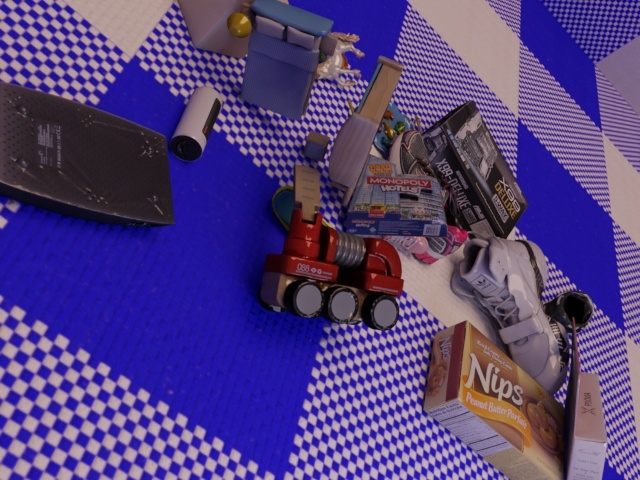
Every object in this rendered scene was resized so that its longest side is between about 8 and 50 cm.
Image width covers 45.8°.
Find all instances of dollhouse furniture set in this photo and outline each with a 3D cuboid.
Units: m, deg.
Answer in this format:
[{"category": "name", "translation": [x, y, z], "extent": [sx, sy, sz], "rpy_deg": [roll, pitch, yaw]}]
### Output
[{"category": "dollhouse furniture set", "translation": [-0.050, -0.219, 1.313], "extent": [0.303, 0.286, 0.198], "rpy_deg": [23, 44, 2]}]

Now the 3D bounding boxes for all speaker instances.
[{"category": "speaker", "translation": [-0.202, -0.191, 1.236], "extent": [0.055, 0.055, 0.136], "rpy_deg": [37, 41, -24]}]

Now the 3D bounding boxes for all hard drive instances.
[{"category": "hard drive", "translation": [-0.324, -0.105, 1.037], "extent": [0.254, 0.054, 0.172], "rpy_deg": [15, 54, -42]}]

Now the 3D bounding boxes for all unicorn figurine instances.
[{"category": "unicorn figurine", "translation": [0.035, -0.378, 1.624], "extent": [0.111, 0.060, 0.162], "rpy_deg": [14, 57, -19]}]

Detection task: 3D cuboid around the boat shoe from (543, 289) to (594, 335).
[{"category": "boat shoe", "translation": [0.622, 0.176, 1.859], "extent": [0.302, 0.091, 0.114], "rpy_deg": [-16, 77, -52]}]

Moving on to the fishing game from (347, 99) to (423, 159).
[{"category": "fishing game", "translation": [0.167, -0.253, 1.708], "extent": [0.264, 0.041, 0.189], "rpy_deg": [6, 62, -46]}]

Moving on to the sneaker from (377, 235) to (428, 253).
[{"category": "sneaker", "translation": [0.154, -0.008, 1.504], "extent": [0.134, 0.051, 0.070], "rpy_deg": [42, 36, -8]}]

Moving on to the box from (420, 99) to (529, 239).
[{"category": "box", "translation": [0.370, -0.160, 1.811], "extent": [0.307, 0.076, 0.242], "rpy_deg": [60, 37, -7]}]

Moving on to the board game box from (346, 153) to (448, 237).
[{"category": "board game box", "translation": [0.146, -0.092, 1.485], "extent": [0.194, 0.060, 0.194], "rpy_deg": [2, 42, -1]}]

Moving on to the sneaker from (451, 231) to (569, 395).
[{"category": "sneaker", "translation": [0.392, 0.146, 1.599], "extent": [0.210, 0.137, 0.366], "rpy_deg": [17, 55, -32]}]

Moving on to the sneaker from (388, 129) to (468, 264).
[{"category": "sneaker", "translation": [0.233, -0.103, 1.604], "extent": [0.121, 0.112, 0.299], "rpy_deg": [9, 60, -45]}]

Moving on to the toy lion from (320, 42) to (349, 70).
[{"category": "toy lion", "translation": [0.023, -0.418, 1.676], "extent": [0.100, 0.034, 0.096], "rpy_deg": [35, 50, -26]}]

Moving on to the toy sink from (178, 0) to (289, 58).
[{"category": "toy sink", "translation": [-0.174, -0.484, 1.400], "extent": [0.131, 0.153, 0.234], "rpy_deg": [0, 63, -48]}]

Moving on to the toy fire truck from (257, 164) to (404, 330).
[{"category": "toy fire truck", "translation": [0.019, 0.005, 1.211], "extent": [0.217, 0.158, 0.246], "rpy_deg": [13, 84, -30]}]

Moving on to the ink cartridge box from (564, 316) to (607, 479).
[{"category": "ink cartridge box", "translation": [0.523, 0.326, 1.495], "extent": [0.296, 0.066, 0.261], "rpy_deg": [-44, 138, -67]}]

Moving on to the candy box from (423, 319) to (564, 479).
[{"category": "candy box", "translation": [0.338, 0.319, 1.441], "extent": [0.316, 0.087, 0.183], "rpy_deg": [40, 41, -21]}]

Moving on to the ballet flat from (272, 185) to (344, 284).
[{"category": "ballet flat", "translation": [0.000, 0.000, 1.316], "extent": [0.231, 0.077, 0.077], "rpy_deg": [53, 8, -3]}]
